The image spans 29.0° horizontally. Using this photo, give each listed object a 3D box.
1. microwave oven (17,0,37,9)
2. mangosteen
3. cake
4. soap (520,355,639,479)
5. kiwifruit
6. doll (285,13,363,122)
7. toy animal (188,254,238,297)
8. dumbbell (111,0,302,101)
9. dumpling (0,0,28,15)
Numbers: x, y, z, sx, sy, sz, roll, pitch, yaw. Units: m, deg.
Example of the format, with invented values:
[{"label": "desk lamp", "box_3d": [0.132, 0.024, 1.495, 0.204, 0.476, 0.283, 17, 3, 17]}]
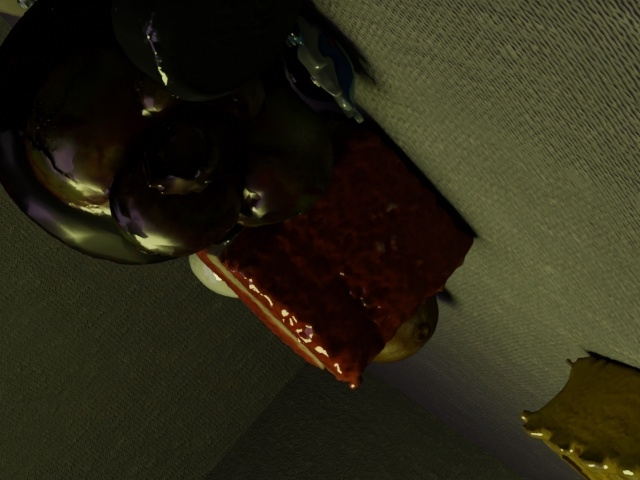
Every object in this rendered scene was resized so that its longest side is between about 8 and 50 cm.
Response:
[{"label": "microwave oven", "box_3d": [-0.414, -0.428, 1.837, 0.194, 0.145, 0.240, 30, 167, 40]}, {"label": "mangosteen", "box_3d": [-0.191, -0.154, 1.491, 0.421, 0.381, 0.381, 0, 142, 48]}, {"label": "cake", "box_3d": [0.000, 0.000, 1.723, 0.270, 0.269, 0.319, 46, 170, -24]}, {"label": "soap", "box_3d": [0.472, 0.325, 1.657, 0.335, 0.156, 0.293, 44, 168, -16]}, {"label": "kiwifruit", "box_3d": [0.096, 0.110, 2.140, 0.234, 0.196, 0.196, 31, 167, 34]}, {"label": "doll", "box_3d": [-0.009, -0.207, 1.393, 0.195, 0.070, 0.096, 53, -177, -24]}, {"label": "toy animal", "box_3d": [-0.107, -0.018, 2.139, 0.272, 0.265, 0.206, 36, 172, 25]}, {"label": "dumbbell", "box_3d": [-0.189, -0.300, 1.253, 0.322, 0.203, 0.203, 37, 171, 28]}, {"label": "dumpling", "box_3d": [-0.529, -0.455, 2.177, 0.293, 0.163, 0.204, 16, 151, 45]}]
